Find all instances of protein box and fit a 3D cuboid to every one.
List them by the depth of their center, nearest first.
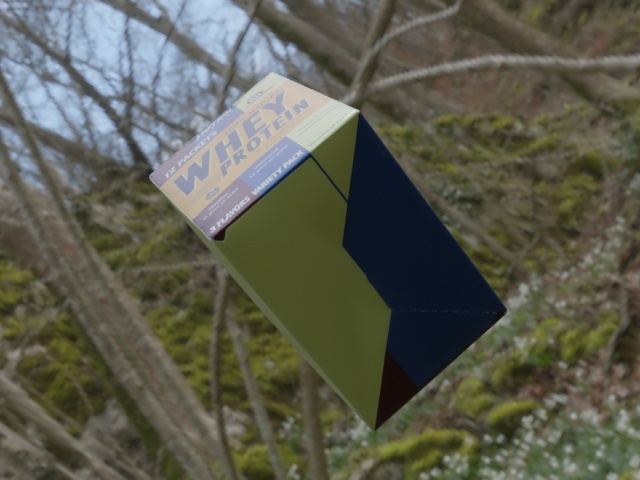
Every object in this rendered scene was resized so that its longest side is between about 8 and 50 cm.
[{"bbox_3d":[0.000,0.000,0.953,0.136,0.201,0.200,-41,-66,-5],"label":"protein box"}]
